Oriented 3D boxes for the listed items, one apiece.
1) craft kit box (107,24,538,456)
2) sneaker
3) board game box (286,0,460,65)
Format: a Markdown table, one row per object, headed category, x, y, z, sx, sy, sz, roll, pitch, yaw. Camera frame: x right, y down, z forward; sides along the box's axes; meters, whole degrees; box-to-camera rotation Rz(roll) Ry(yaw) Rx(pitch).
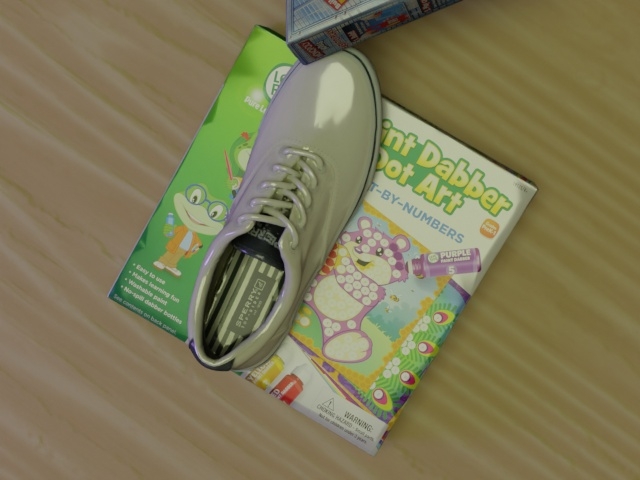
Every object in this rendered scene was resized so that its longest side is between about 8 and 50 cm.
| category | x | y | z | sx | sy | sz | roll | pitch | yaw |
| --- | --- | --- | --- | --- | --- | --- | --- | --- | --- |
| craft kit box | 0.000 | 0.000 | 0.962 | 0.249 | 0.061 | 0.247 | 30 | 97 | 3 |
| sneaker | -0.022 | -0.019 | 0.888 | 0.094 | 0.091 | 0.258 | 19 | 97 | 4 |
| board game box | 0.035 | -0.222 | 0.850 | 0.194 | 0.060 | 0.194 | -35 | 76 | 5 |
